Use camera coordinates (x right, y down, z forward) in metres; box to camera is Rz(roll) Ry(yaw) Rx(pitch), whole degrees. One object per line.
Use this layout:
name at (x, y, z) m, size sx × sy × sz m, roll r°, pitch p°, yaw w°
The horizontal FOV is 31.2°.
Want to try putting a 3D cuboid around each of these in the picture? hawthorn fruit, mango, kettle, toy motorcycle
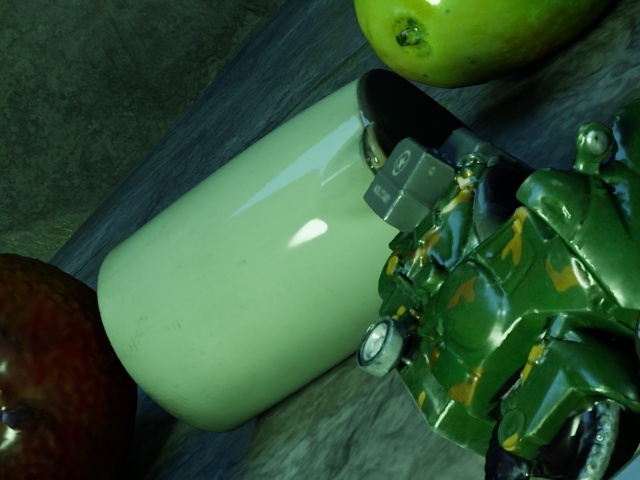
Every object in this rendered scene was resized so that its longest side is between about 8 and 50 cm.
hawthorn fruit at (-0.302, 0.159, 1.018) m, size 0.285 × 0.285 × 0.369 m, roll -50°, pitch -7°, yaw -18°
mango at (0.181, -0.280, 0.971) m, size 0.382 × 0.201 × 0.225 m, roll -46°, pitch 5°, yaw -14°
kettle at (0.000, 0.000, 0.821) m, size 0.255 × 0.165 × 0.240 m, roll -37°, pitch -12°, yaw 25°
toy motorcycle at (0.102, 0.009, 0.556) m, size 0.187 × 0.125 × 0.275 m, roll -57°, pitch 20°, yaw 9°

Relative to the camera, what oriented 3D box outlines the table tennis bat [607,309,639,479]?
table tennis bat at (0.158, 0.049, 0.397) m, size 0.220 × 0.019 × 0.130 m, roll -42°, pitch 45°, yaw 2°
